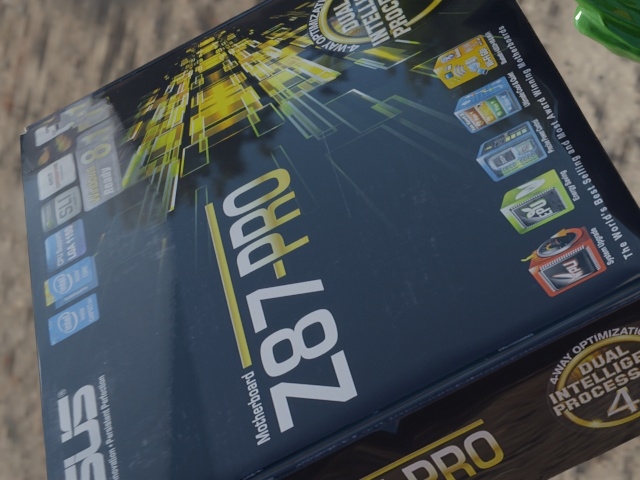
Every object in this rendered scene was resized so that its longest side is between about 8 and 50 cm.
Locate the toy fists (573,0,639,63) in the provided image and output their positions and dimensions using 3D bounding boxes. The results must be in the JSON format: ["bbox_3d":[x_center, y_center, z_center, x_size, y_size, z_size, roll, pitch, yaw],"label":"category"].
[{"bbox_3d":[0.277,-0.250,1.186,0.279,0.142,0.096,-65,-2,36],"label":"toy fists"}]

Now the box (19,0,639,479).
[{"bbox_3d":[0.000,0.000,0.905,0.318,0.097,0.395,-28,37,9],"label":"box"}]
